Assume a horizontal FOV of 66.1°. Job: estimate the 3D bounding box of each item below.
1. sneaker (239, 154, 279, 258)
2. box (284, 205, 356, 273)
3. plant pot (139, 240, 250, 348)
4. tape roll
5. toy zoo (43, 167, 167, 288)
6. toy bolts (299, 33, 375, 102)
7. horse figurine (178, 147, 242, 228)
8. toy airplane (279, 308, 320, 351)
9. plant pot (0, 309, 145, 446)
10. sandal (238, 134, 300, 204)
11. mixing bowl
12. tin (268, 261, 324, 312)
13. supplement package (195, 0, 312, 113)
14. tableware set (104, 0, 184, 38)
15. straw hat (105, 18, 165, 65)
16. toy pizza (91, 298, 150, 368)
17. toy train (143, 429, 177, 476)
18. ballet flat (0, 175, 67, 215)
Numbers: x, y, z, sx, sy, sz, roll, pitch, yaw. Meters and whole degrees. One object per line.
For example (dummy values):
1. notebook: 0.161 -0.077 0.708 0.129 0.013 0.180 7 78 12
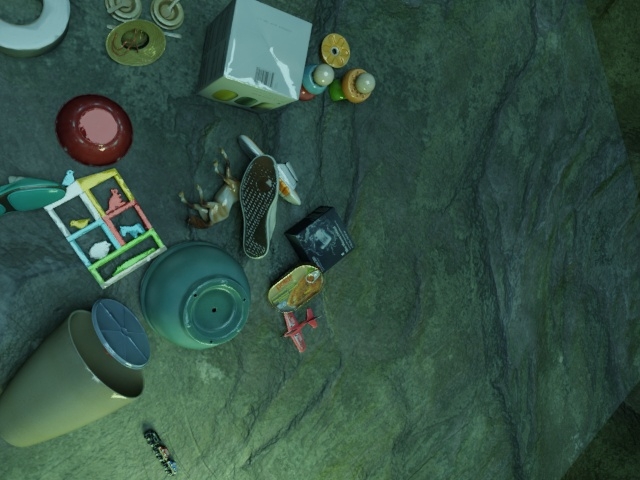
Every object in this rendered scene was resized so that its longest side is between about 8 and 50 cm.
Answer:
1. sneaker: -0.175 -0.103 1.400 0.105 0.123 0.291 9 105 -2
2. box: 0.000 0.000 1.524 0.158 0.093 0.156 -38 111 -19
3. plant pot: -0.304 0.162 1.299 0.292 0.196 0.294 -8 104 -31
4. tape roll: -0.685 -0.533 1.107 0.219 0.072 0.220 -3 95 -28
5. toy zoo: -0.552 -0.049 1.251 0.192 0.030 0.293 -35 110 -21
6. toy bolts: 0.043 -0.510 1.457 0.228 0.158 0.219 -16 103 -26
7. horse figurine: -0.280 -0.123 1.362 0.263 0.066 0.175 -55 138 -22
8. toy airplane: -0.065 0.267 1.552 0.151 0.028 0.151 0 90 -27
9. plant pot: -0.610 0.346 1.159 0.274 0.256 0.257 -36 111 -4
10. sandal: -0.127 -0.215 1.428 0.076 0.102 0.265 -45 112 -14
11. mixing bowl: -0.543 -0.272 1.197 0.181 0.098 0.182 -3 96 -29
12. tin: -0.074 0.139 1.480 0.189 0.040 0.106 -37 112 14
13. supplement package: -0.181 -0.466 1.280 0.199 0.262 0.198 10 91 -29
14. tableware set: -0.442 -0.595 1.252 0.194 0.039 0.129 -3 96 -28
15. straw hat: -0.467 -0.510 1.230 0.144 0.145 0.061 -14 62 -27
16. toy pizza: -0.500 0.235 1.225 0.032 0.201 0.201 -33 112 4
17. toy train: -0.444 0.595 1.379 0.036 0.027 0.159 -34 110 -33
18. ballet flat: -0.719 -0.103 1.123 0.247 0.083 0.087 -24 67 -21
